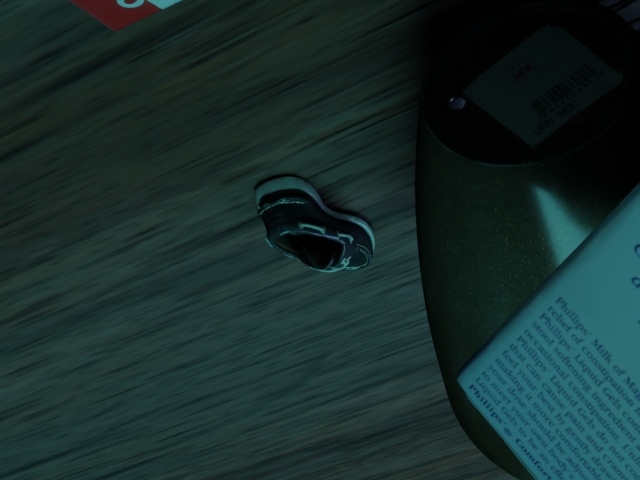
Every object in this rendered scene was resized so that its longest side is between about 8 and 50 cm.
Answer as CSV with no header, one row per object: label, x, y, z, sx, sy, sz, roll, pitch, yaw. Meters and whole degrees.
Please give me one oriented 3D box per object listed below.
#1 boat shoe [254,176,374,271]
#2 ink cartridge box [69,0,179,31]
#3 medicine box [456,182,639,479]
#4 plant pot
boat shoe,0.000,0.000,0.907,0.046,0.038,0.125,-18,154,17
ink cartridge box,-0.060,-0.154,0.511,0.231,0.078,0.134,-21,153,25
medicine box,0.228,-0.014,0.534,0.263,0.149,0.289,-35,168,-29
plant pot,0.138,-0.011,0.773,0.215,0.215,0.230,-15,140,12
